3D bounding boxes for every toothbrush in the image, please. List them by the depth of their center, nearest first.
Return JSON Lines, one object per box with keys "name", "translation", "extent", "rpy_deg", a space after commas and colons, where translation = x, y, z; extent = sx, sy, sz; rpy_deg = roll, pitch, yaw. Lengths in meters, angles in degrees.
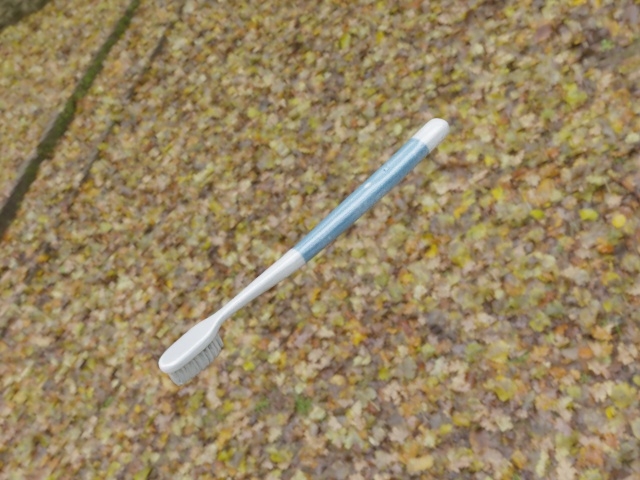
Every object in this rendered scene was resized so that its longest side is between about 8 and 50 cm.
{"name": "toothbrush", "translation": [0.000, 0.000, 0.524], "extent": [0.275, 0.025, 0.019], "rpy_deg": [-42, 44, -23]}
